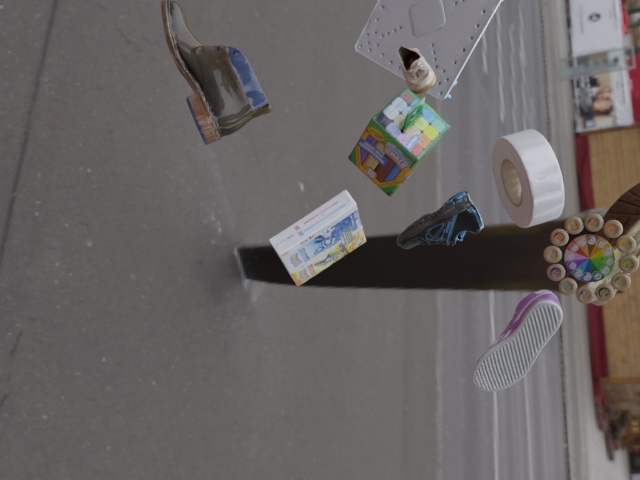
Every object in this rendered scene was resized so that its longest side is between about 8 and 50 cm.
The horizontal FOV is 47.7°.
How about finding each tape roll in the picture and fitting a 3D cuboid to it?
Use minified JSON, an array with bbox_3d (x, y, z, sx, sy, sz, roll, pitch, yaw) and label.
[{"bbox_3d":[0.615,-0.184,2.160,0.286,0.100,0.286,164,-90,-85],"label":"tape roll"}]

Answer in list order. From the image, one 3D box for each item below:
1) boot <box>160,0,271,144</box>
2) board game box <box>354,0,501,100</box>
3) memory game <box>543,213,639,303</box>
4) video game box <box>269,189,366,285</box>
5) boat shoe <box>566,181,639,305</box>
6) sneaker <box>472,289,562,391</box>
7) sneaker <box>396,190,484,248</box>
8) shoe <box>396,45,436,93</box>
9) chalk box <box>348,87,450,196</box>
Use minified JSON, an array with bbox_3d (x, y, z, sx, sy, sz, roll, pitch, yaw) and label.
[{"bbox_3d":[-0.150,-0.251,1.021,0.082,0.106,0.219,81,-11,-84],"label":"boot"},{"bbox_3d":[0.334,-0.673,2.193,0.050,0.390,0.390,6,118,-53],"label":"board game box"},{"bbox_3d":[0.549,0.037,1.474,0.012,0.186,0.186,-9,92,-60],"label":"memory game"},{"bbox_3d":[0.000,0.000,1.513,0.048,0.187,0.205,57,-3,24],"label":"video game box"},{"bbox_3d":[0.733,0.000,1.733,0.110,0.341,0.122,34,9,-19],"label":"boat shoe"},{"bbox_3d":[0.476,0.237,1.745,0.102,0.282,0.161,39,19,-2],"label":"sneaker"},{"bbox_3d":[0.382,-0.028,2.364,0.125,0.341,0.140,-38,93,-40],"label":"sneaker"},{"bbox_3d":[0.241,-0.445,1.871,0.058,0.076,0.219,40,21,-29],"label":"shoe"},{"bbox_3d":[0.235,-0.297,2.080,0.179,0.289,0.180,43,62,4],"label":"chalk box"}]
